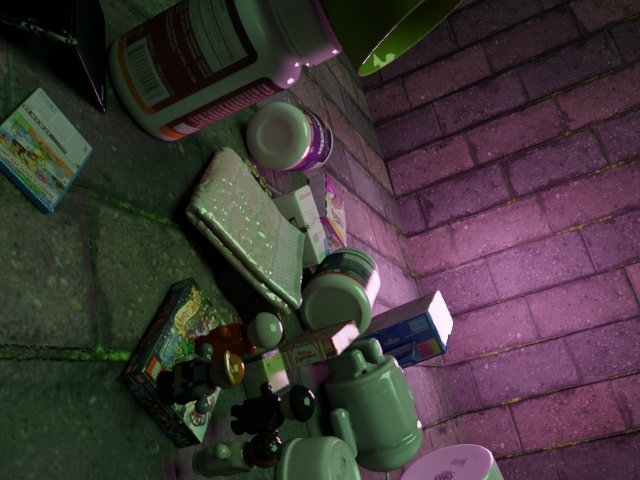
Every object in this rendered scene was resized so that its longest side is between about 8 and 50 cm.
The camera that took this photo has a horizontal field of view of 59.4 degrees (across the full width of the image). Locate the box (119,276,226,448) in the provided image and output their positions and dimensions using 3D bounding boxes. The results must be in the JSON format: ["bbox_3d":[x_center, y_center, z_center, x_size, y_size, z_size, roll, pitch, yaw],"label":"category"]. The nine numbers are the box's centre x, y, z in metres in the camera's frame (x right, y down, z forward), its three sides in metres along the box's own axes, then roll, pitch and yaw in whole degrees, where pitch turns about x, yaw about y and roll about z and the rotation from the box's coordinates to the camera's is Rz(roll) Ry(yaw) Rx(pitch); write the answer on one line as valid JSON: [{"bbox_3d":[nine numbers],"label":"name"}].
[{"bbox_3d":[-0.219,0.191,0.916,0.159,0.044,0.233,61,20,-26],"label":"box"}]

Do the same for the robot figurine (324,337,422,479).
[{"bbox_3d":[0.136,0.431,1.432,0.300,0.199,0.353,-24,94,-41],"label":"robot figurine"}]

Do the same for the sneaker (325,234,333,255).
[{"bbox_3d":[0.000,0.000,1.696,0.188,0.071,0.066,64,19,-20],"label":"sneaker"}]

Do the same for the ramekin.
[{"bbox_3d":[0.006,0.498,1.137,0.207,0.109,0.207,54,24,-38],"label":"ramekin"}]

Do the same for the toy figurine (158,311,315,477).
[{"bbox_3d":[-0.117,0.233,0.853,0.209,0.148,0.213,-38,108,-71],"label":"toy figurine"}]

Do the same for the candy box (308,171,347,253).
[{"bbox_3d":[0.023,-0.093,1.859,0.159,0.071,0.233,56,24,-38],"label":"candy box"}]

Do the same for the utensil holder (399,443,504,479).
[{"bbox_3d":[0.440,0.863,1.675,0.385,0.327,0.327,66,18,-2],"label":"utensil holder"}]

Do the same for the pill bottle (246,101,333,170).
[{"bbox_3d":[-0.073,-0.289,1.614,0.181,0.181,0.323,70,18,0],"label":"pill bottle"}]

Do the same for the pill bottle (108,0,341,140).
[{"bbox_3d":[-0.175,-0.361,1.059,0.224,0.392,0.224,55,23,-38],"label":"pill bottle"}]

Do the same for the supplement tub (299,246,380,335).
[{"bbox_3d":[0.060,0.140,1.533,0.191,0.191,0.272,66,19,-12],"label":"supplement tub"}]

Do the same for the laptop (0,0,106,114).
[{"bbox_3d":[-0.449,-0.368,0.892,0.264,0.136,0.234,11,56,-39],"label":"laptop"}]

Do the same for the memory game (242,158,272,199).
[{"bbox_3d":[-0.167,-0.125,1.443,0.186,0.012,0.186,55,23,-39],"label":"memory game"}]

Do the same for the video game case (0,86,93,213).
[{"bbox_3d":[-0.394,-0.130,0.797,0.119,0.015,0.166,58,22,-34],"label":"video game case"}]

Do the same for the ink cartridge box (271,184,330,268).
[{"bbox_3d":[-0.054,-0.037,1.537,0.148,0.086,0.203,-42,114,-72],"label":"ink cartridge box"}]

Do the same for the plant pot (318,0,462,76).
[{"bbox_3d":[0.082,-0.481,0.940,0.293,0.275,0.275,52,19,-1],"label":"plant pot"}]

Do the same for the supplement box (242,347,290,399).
[{"bbox_3d":[-0.112,0.268,1.122,0.083,0.056,0.083,0,71,-71],"label":"supplement box"}]

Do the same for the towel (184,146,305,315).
[{"bbox_3d":[-0.145,-0.033,1.234,0.317,0.053,0.332,49,19,-21],"label":"towel"}]

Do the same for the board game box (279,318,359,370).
[{"bbox_3d":[-0.004,0.244,1.315,0.045,0.146,0.193,71,18,1],"label":"board game box"}]

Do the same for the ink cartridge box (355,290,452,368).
[{"bbox_3d":[0.273,0.311,1.835,0.151,0.270,0.395,66,18,3],"label":"ink cartridge box"}]

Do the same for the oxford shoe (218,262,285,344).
[{"bbox_3d":[-0.134,0.130,1.184,0.212,0.076,0.076,61,14,-23],"label":"oxford shoe"}]
